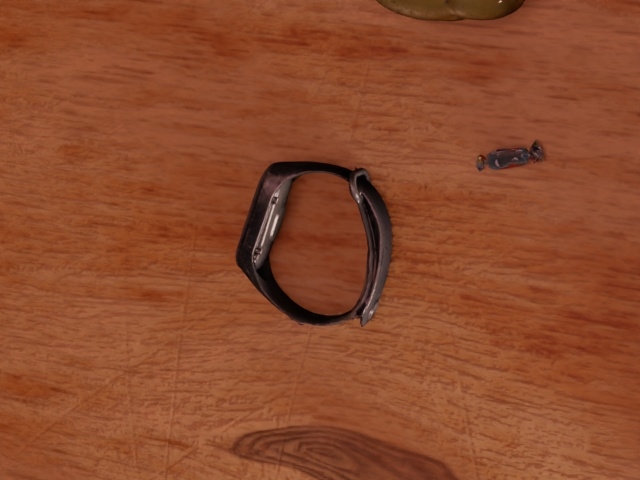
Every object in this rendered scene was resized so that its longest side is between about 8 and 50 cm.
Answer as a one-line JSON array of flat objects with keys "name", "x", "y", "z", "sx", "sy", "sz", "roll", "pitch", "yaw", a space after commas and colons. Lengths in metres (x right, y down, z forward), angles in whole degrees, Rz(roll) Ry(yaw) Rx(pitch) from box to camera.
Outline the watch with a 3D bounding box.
[{"name": "watch", "x": 0.000, "y": 0.000, "z": 1.692, "sx": 0.193, "sy": 0.068, "sz": 0.206, "roll": 24, "pitch": 107, "yaw": 12}]

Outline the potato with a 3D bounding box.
[{"name": "potato", "x": 0.144, "y": -0.319, "z": 1.558, "sx": 0.194, "sy": 0.157, "sz": 0.157, "roll": 29, "pitch": 105, "yaw": 16}]

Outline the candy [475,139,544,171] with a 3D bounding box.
[{"name": "candy", "x": 0.224, "y": -0.100, "z": 1.621, "sx": 0.083, "sy": 0.020, "sz": 0.030, "roll": -6, "pitch": 94, "yaw": 22}]
